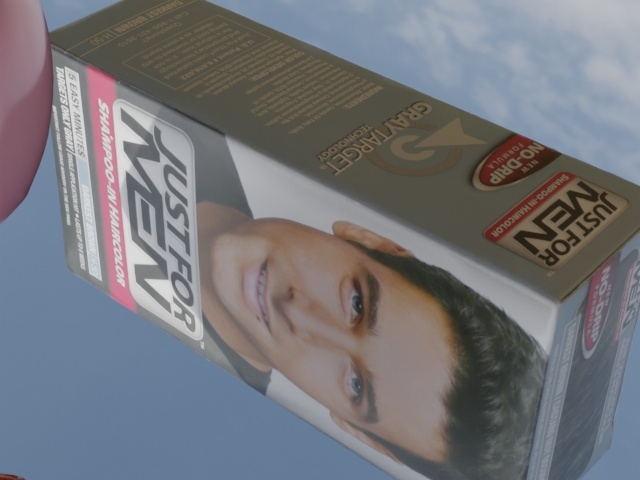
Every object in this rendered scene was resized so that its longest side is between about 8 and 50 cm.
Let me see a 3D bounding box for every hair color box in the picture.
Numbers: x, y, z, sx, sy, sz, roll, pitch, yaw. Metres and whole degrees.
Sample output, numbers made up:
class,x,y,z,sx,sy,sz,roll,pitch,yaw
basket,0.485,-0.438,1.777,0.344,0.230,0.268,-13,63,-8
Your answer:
class,x,y,z,sx,sy,sz,roll,pitch,yaw
hair color box,0.000,0.000,0.732,0.374,0.185,0.114,28,-135,30

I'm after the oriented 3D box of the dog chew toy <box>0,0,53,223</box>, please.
class,x,y,z,sx,sy,sz,roll,pitch,yaw
dog chew toy,-0.238,-0.117,0.388,0.331,0.207,0.206,56,-140,-15

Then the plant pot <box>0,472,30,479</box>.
class,x,y,z,sx,sy,sz,roll,pitch,yaw
plant pot,-0.244,0.233,0.632,0.267,0.267,0.235,10,-107,-2
